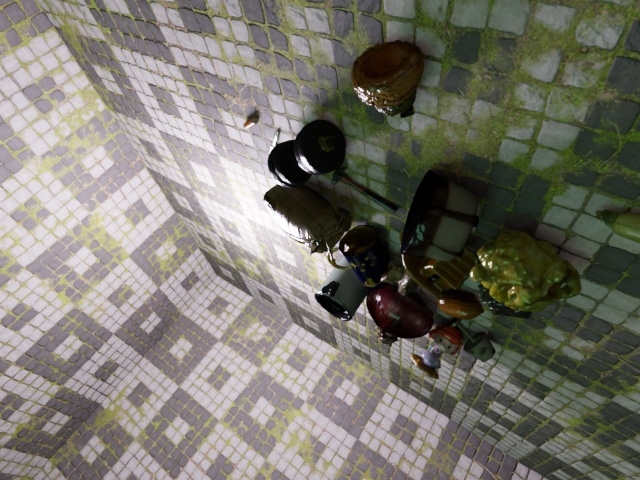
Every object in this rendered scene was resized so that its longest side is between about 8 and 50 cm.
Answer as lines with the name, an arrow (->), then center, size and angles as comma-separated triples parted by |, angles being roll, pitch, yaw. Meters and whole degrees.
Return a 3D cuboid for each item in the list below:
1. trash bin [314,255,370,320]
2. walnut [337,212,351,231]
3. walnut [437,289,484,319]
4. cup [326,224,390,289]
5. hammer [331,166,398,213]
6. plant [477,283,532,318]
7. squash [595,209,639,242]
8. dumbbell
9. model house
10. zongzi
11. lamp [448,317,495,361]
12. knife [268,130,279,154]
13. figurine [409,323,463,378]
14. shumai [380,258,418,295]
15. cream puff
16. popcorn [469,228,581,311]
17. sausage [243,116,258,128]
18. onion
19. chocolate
trash bin -> 0.131, 0.233, 2.001 | 0.217, 0.263, 0.277 | 23, 151, 30
walnut -> 0.094, -0.079, 1.750 | 0.092, 0.092, 0.092 | 31, 154, 17
walnut -> 0.569, 0.260, 1.633 | 0.207, 0.116, 0.116 | 13, 145, 52
cup -> 0.181, 0.074, 1.780 | 0.254, 0.178, 0.256 | 17, 149, 45
hammer -> 0.166, -0.186, 1.531 | 0.287, 0.033, 0.111 | 34, 155, 10
plant -> 0.642, 0.190, 1.398 | 0.194, 0.132, 0.129 | 16, 144, 31
squash -> 0.766, -0.031, 0.935 | 0.224, 0.094, 0.094 | 25, 152, 41
dumbbell -> -0.056, -0.304, 1.456 | 0.185, 0.185, 0.388 | 48, 154, -18
model house -> 0.415, 0.050, 1.421 | 0.268, 0.173, 0.239 | 38, 156, -4
zongzi -> 0.016, -0.015, 1.760 | 0.500, 0.218, 0.467 | 41, 174, 43
lamp -> 0.669, 0.433, 1.782 | 0.215, 0.121, 0.121 | 48, 155, 3
knife -> -0.193, -0.400, 1.683 | 0.030, 0.014, 0.207 | 40, 156, -1
figurine -> 0.573, 0.510, 1.938 | 0.208, 0.257, 0.181 | 26, -164, -41
shumai -> 0.346, 0.141, 1.676 | 0.152, 0.162, 0.209 | 27, 179, 21
cream puff -> 0.184, -0.391, 1.031 | 0.183, 0.183, 0.169 | 22, 162, 32
popcorn -> 0.596, 0.092, 1.192 | 0.250, 0.235, 0.242 | 26, 134, -15
sausage -> -0.293, -0.482, 1.659 | 0.031, 0.031, 0.107 | 50, 152, -23
onion -> 0.352, 0.362, 1.895 | 0.347, 0.286, 0.347 | 28, 171, 5
chocolate -> 0.375, -0.057, 1.234 | 0.186, 0.284, 0.284 | 19, 153, 1
